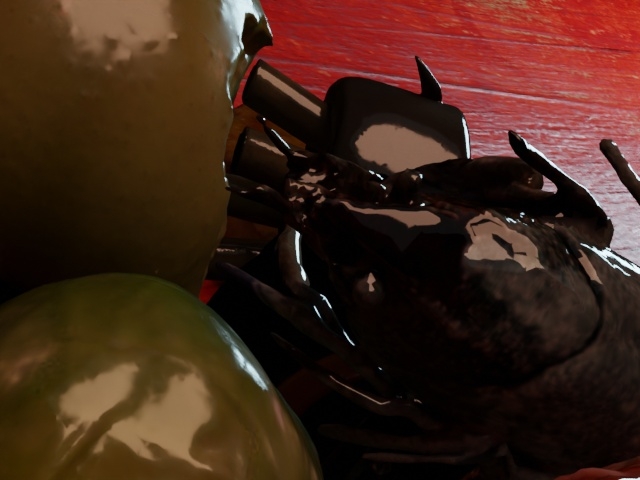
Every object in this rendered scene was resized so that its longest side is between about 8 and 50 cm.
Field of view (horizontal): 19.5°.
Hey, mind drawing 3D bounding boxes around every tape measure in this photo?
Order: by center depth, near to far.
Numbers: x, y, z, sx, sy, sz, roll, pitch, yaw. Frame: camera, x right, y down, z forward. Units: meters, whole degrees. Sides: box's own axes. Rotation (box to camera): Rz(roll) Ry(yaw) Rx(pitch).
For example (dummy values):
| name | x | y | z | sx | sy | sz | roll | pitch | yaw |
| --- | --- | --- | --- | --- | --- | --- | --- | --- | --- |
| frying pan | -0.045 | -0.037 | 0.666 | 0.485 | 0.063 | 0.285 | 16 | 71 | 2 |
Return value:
| name | x | y | z | sx | sy | sz | roll | pitch | yaw |
| --- | --- | --- | --- | --- | --- | --- | --- | --- | --- |
| tape measure | 0.030 | 0.087 | 0.997 | 0.202 | 0.223 | 0.135 | 32 | 16 | -25 |

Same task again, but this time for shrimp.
| name | x | y | z | sx | sy | sz | roll | pitch | yaw |
| --- | --- | --- | --- | --- | --- | --- | --- | --- | --- |
| shrimp | 0.114 | 0.058 | 0.847 | 0.411 | 0.166 | 0.221 | 26 | 69 | -20 |

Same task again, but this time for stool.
| name | x | y | z | sx | sy | sz | roll | pitch | yaw |
| --- | --- | --- | --- | --- | --- | --- | --- | --- | --- |
| stool | 0.001 | 0.000 | 1.105 | 0.139 | 0.228 | 0.153 | 16 | -13 | -9 |

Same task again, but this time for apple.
| name | x | y | z | sx | sy | sz | roll | pitch | yaw |
| --- | --- | --- | --- | --- | --- | --- | --- | --- | --- |
| apple | -0.151 | -0.064 | 0.998 | 0.279 | 0.279 | 0.279 | 27 | 25 | -14 |

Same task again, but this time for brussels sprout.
| name | x | y | z | sx | sy | sz | roll | pitch | yaw |
| --- | --- | --- | --- | --- | --- | --- | --- | --- | --- |
| brussels sprout | -0.106 | 0.129 | 0.771 | 0.244 | 0.244 | 0.244 | 27 | 25 | -14 |

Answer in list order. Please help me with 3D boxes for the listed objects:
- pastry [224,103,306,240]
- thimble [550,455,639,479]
| name | x | y | z | sx | sy | sz | roll | pitch | yaw |
| --- | --- | --- | --- | --- | --- | --- | --- | --- | --- |
| pastry | 0.018 | -0.012 | 1.309 | 0.229 | 0.100 | 0.218 | 18 | 25 | -19 |
| thimble | 0.114 | 0.250 | 0.663 | 0.231 | 0.350 | 0.350 | 3 | 38 | -50 |
